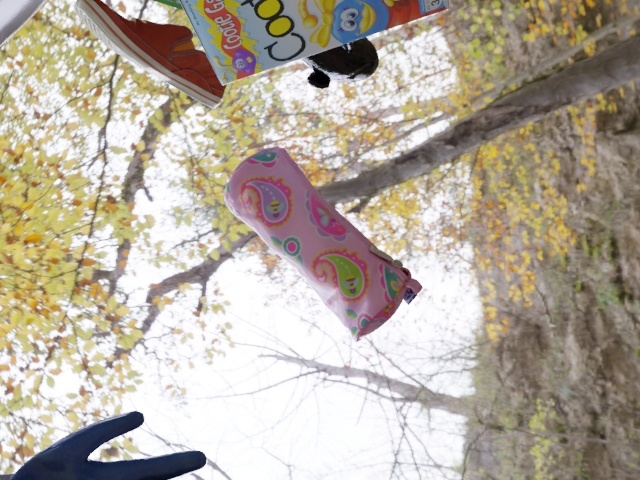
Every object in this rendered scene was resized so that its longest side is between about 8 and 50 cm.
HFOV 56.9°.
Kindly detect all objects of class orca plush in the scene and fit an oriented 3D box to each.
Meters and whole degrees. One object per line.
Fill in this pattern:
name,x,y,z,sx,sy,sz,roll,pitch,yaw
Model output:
orca plush,0.012,-0.343,0.938,0.287,0.102,0.151,38,-109,-39

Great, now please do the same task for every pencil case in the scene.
pencil case,0.000,0.000,0.789,0.284,0.124,0.124,45,-118,11

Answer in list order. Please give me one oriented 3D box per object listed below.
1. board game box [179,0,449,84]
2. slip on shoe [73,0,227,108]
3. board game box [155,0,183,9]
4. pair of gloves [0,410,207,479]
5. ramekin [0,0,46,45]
board game box,-0.015,-0.313,0.667,0.142,0.275,0.144,65,-169,-50
slip on shoe,-0.269,-0.329,1.001,0.101,0.123,0.331,-58,-30,8
board game box,-0.275,-0.459,0.999,0.214,0.317,0.046,9,-60,-22
pair of gloves,-0.133,0.184,0.295,0.159,0.023,0.198,-1,-125,-3
ramekin,-0.270,-0.206,0.416,0.109,0.207,0.207,45,-114,-19
